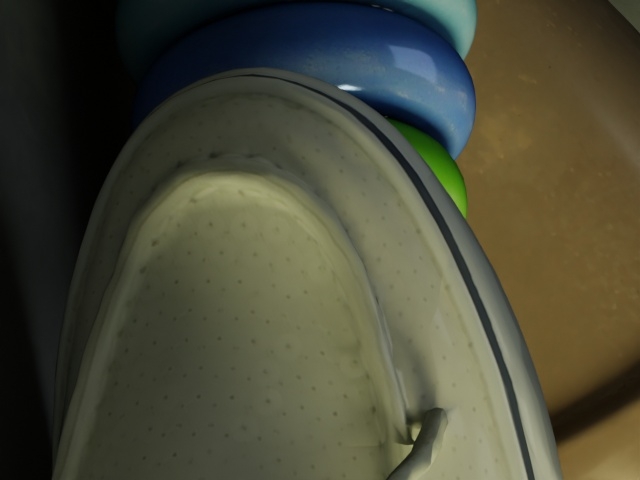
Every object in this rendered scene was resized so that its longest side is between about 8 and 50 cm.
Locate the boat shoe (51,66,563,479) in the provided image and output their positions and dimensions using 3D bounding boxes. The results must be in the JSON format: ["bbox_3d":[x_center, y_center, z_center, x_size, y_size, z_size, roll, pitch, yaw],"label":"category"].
[{"bbox_3d":[-0.024,0.129,0.354,0.156,0.136,0.367,28,61,-71],"label":"boat shoe"}]

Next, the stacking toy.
[{"bbox_3d":[0.000,0.000,0.529,0.141,0.141,0.330,51,31,-65],"label":"stacking toy"}]

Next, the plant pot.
[{"bbox_3d":[0.080,-0.014,0.721,0.229,0.263,0.263,58,17,-13],"label":"plant pot"}]
